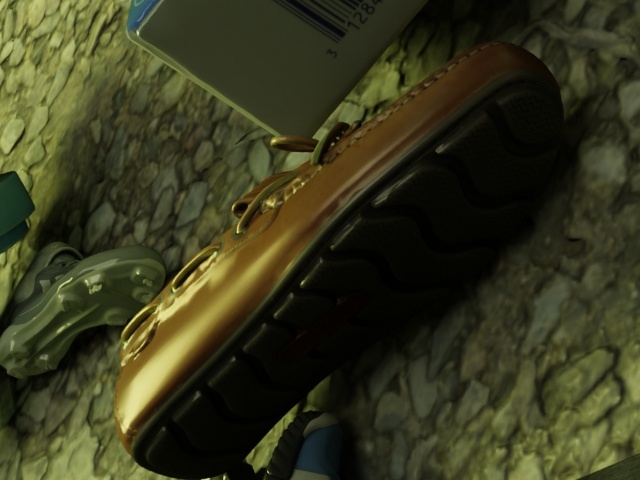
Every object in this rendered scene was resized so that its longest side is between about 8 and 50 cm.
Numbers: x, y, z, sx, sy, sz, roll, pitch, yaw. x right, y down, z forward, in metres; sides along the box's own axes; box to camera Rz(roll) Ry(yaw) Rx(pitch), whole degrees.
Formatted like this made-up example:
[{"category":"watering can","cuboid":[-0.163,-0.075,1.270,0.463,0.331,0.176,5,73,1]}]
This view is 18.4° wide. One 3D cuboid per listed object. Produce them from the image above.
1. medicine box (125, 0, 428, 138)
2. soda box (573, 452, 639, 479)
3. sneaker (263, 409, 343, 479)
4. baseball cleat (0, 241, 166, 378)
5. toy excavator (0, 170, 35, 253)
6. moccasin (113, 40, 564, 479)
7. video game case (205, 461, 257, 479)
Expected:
[{"category":"medicine box","cuboid":[0.007,-0.254,1.342,0.263,0.149,0.289,-49,21,24]},{"category":"soda box","cuboid":[0.160,0.154,1.037,0.169,0.060,0.053,-30,50,41]},{"category":"sneaker","cuboid":[-0.006,0.200,1.236,0.080,0.081,0.211,94,-174,-50]},{"category":"baseball cleat","cuboid":[-0.197,0.032,1.586,0.206,0.072,0.109,-32,43,37]},{"category":"toy excavator","cuboid":[-0.394,0.141,1.664,0.433,0.445,0.222,-29,8,-5]},{"category":"moccasin","cuboid":[0.002,0.001,1.279,0.380,0.139,0.147,-47,43,31]},{"category":"video game case","cuboid":[-0.104,0.324,1.322,0.275,0.035,0.248,-51,37,23]}]
